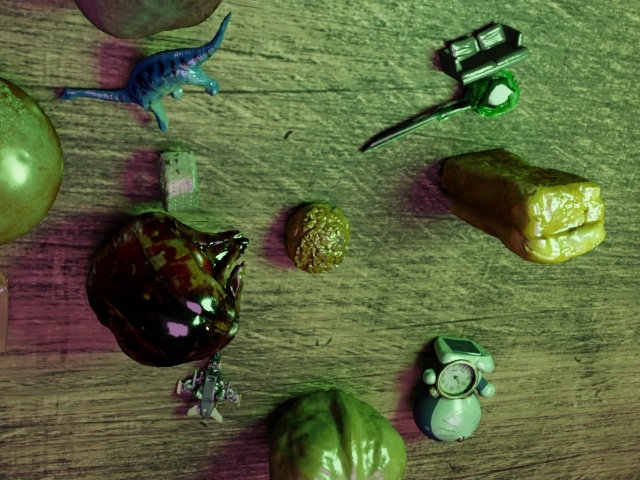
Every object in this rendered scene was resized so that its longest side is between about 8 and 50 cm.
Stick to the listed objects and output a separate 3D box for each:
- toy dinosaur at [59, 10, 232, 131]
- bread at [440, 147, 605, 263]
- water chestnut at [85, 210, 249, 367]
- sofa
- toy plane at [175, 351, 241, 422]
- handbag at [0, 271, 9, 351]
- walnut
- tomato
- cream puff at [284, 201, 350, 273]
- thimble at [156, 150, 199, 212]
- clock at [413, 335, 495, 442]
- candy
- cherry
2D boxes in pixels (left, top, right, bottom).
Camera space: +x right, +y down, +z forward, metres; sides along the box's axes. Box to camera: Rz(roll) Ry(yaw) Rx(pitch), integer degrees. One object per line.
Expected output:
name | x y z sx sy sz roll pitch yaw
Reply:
toy dinosaur | -0.246 -0.259 1.264 0.329 0.076 0.144 -18 150 20
bread | 0.378 -0.069 1.496 0.195 0.344 0.148 -8 110 -17
water chestnut | -0.258 0.086 1.371 0.244 0.289 0.289 -40 133 -41
sofa | 0.304 -0.352 1.462 0.147 0.085 0.060 -23 126 -10
toy plane | -0.221 0.281 1.598 0.135 0.062 0.188 13 111 0
handbag | -0.644 0.129 1.336 0.213 0.059 0.157 1 116 -25
walnut | 0.028 0.461 1.682 0.282 0.277 0.253 30 97 -22
tomato | -0.519 -0.111 1.161 0.270 0.222 0.270 -12 124 -19
cream puff | -0.002 0.002 1.514 0.127 0.103 0.143 1 122 -25
thimble | -0.247 -0.104 1.362 0.062 0.084 0.109 -9 122 -18
clock | 0.306 0.352 1.814 0.200 0.146 0.243 4 111 -20
candy | 0.227 -0.239 1.508 0.324 0.097 0.097 -23 124 0
cherry | -0.248 -0.414 1.120 0.240 0.206 0.239 -8 116 -17
